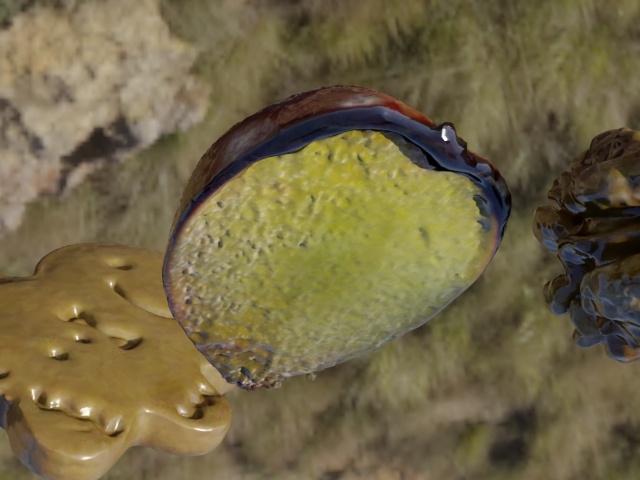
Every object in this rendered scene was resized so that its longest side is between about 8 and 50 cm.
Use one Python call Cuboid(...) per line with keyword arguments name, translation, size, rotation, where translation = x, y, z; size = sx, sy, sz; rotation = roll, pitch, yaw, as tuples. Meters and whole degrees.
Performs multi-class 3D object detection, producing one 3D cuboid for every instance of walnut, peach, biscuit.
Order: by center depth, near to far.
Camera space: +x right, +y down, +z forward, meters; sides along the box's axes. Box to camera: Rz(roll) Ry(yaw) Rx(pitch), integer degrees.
Cuboid(name="peach", translation=(0.000, -0.004, 0.858), size=(0.189, 0.068, 0.279), rotation=(13, 142, -20))
Cuboid(name="walnut", translation=(0.170, 0.001, 0.888), size=(0.069, 0.142, 0.170), rotation=(-5, 169, -5))
Cuboid(name="biscuit", translation=(-0.180, 0.083, 1.246), size=(0.275, 0.355, 0.052), rotation=(28, 116, 17))
